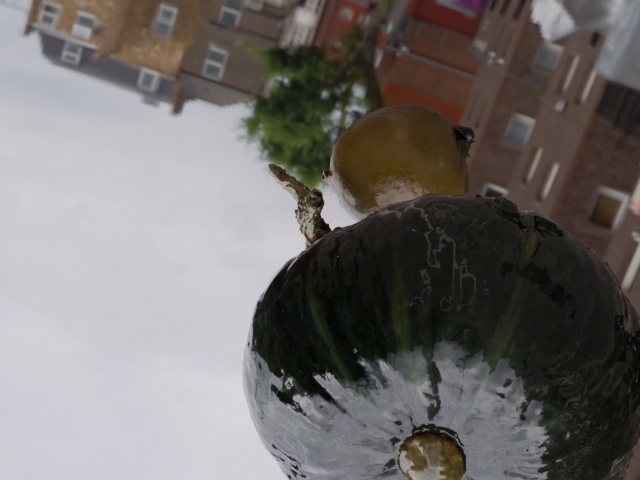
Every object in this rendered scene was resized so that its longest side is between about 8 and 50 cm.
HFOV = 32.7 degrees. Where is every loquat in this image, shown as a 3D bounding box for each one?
[{"bbox_3d":[0.083,-0.071,1.113,0.163,0.137,0.163,-12,162,-4],"label":"loquat"}]

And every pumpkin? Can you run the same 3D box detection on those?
[{"bbox_3d":[0.065,0.070,0.575,0.211,0.212,0.152,18,-153,-5],"label":"pumpkin"}]

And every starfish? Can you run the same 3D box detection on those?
[{"bbox_3d":[-0.010,0.003,1.044,0.053,0.150,0.210,-18,-122,-13],"label":"starfish"}]
